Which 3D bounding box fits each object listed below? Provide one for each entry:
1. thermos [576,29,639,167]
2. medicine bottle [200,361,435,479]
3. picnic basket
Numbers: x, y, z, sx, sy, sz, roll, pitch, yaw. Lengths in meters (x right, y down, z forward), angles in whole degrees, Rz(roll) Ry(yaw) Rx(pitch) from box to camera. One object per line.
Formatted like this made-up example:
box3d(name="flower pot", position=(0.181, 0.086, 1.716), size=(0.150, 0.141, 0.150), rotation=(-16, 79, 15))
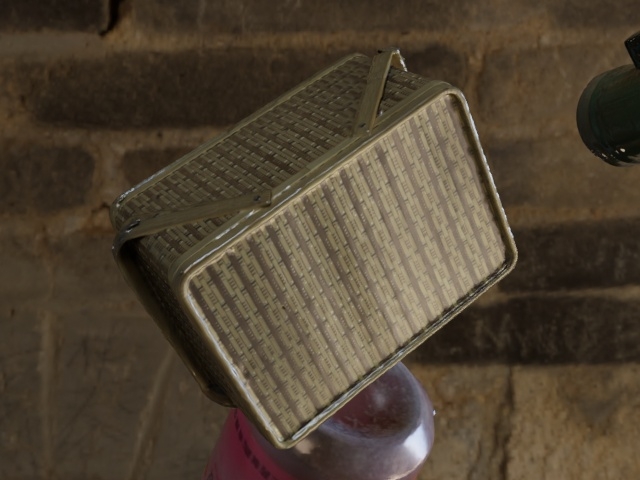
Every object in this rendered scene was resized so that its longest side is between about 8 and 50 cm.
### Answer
box3d(name="thermos", position=(0.237, -0.097, 0.627), size=(0.073, 0.083, 0.188), rotation=(-11, 0, -11))
box3d(name="medicine bottle", position=(-0.019, 0.191, 0.743), size=(0.147, 0.147, 0.247), rotation=(11, -54, -18))
box3d(name="picnic basket", position=(0.000, 0.000, 0.450), size=(0.164, 0.079, 0.115), rotation=(-36, -56, -14))
